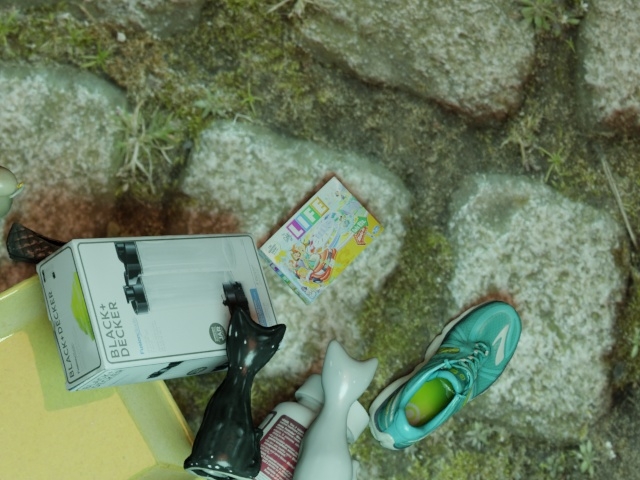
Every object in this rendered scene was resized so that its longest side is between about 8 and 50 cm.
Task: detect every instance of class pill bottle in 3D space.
[{"bbox_3d":[-0.041,0.287,1.774,0.121,0.121,0.221,43,70,-4],"label":"pill bottle"}]

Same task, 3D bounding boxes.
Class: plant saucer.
[{"bbox_3d":[-0.358,0.234,1.711,0.333,0.081,0.333,-28,87,-21],"label":"plant saucer"}]

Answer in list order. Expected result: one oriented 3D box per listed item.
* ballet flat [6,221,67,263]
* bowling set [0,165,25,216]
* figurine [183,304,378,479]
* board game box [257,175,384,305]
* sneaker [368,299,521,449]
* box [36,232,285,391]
[{"bbox_3d":[-0.319,0.010,1.781,0.173,0.057,0.049,7,99,-14],"label":"ballet flat"},{"bbox_3d":[-0.517,-0.132,1.703,0.287,0.154,0.200,-2,79,-18],"label":"bowling set"},{"bbox_3d":[-0.038,0.206,1.682,0.215,0.092,0.209,20,70,-17],"label":"figurine"},{"bbox_3d":[0.000,0.000,1.902,0.103,0.026,0.154,46,69,-3],"label":"board game box"},{"bbox_3d":[0.186,0.186,1.874,0.107,0.110,0.275,47,68,-2],"label":"sneaker"},{"bbox_3d":[-0.195,0.085,1.719,0.290,0.087,0.169,-1,69,-44],"label":"box"}]
